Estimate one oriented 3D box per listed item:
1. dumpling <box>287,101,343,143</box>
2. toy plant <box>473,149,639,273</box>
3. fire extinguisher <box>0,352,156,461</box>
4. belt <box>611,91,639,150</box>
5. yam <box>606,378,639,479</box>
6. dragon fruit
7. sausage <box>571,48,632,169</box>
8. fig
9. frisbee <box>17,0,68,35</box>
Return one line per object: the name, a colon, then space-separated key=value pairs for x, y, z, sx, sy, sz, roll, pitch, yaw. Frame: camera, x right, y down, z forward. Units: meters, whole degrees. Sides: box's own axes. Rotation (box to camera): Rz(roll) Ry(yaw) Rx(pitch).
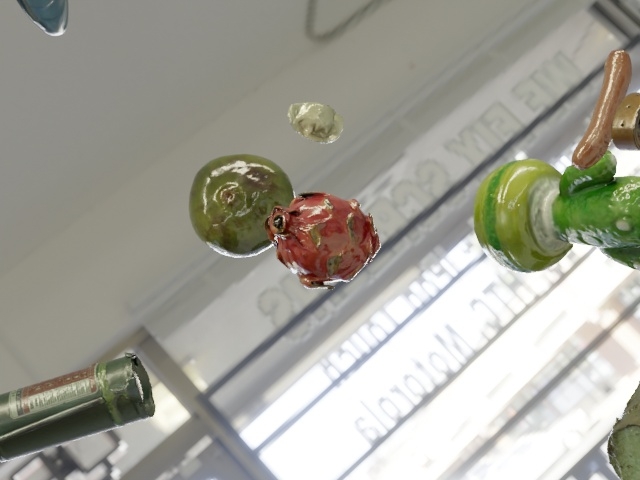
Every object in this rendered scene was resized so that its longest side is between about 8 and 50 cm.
dumpling: x=-0.007 y=-0.167 z=1.690 sx=0.076 sy=0.052 sz=0.057 roll=23 pitch=-103 yaw=-54
toy plant: x=0.404 y=-0.046 z=1.829 sx=0.316 sy=0.224 sz=0.184 roll=-1 pitch=39 yaw=46
fire extinguisher: x=-0.373 y=0.232 z=1.562 sx=0.295 sy=0.093 sz=0.118 roll=-17 pitch=19 yaw=1
belt: x=0.358 y=-0.132 z=1.331 sx=0.036 sy=0.059 sz=0.083 roll=4 pitch=43 yaw=42
yam: x=0.562 y=0.277 z=1.843 sx=0.304 sy=0.168 sz=0.168 roll=-36 pitch=-14 yaw=-52
dragon fruit: x=0.000 y=0.000 z=1.591 sx=0.166 sy=0.136 sz=0.133 roll=16 pitch=-90 yaw=-39
sausage: x=0.386 y=-0.177 z=1.604 sx=0.043 sy=0.043 sz=0.186 roll=95 pitch=-164 yaw=-71
fig: x=-0.140 y=-0.060 z=2.217 sx=0.203 sy=0.203 sz=0.225 roll=-43 pitch=-12 yaw=-1
frisbee: x=-0.483 y=-0.487 z=1.988 sx=0.049 sy=0.289 sz=0.289 roll=-19 pitch=-10 yaw=8
